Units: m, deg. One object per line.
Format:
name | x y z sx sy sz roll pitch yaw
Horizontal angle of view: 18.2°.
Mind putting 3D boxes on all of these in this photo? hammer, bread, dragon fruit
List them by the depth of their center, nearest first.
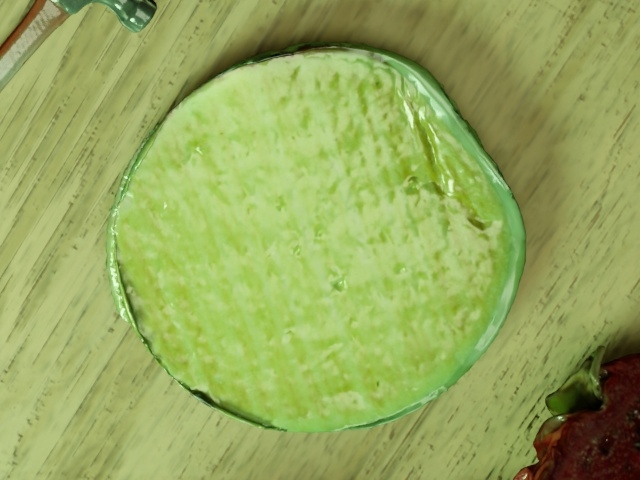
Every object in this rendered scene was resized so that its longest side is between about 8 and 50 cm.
hammer | -0.244 -0.087 1.369 0.111 0.033 0.288 38 101 -19
bread | -0.004 0.004 1.430 0.301 0.045 0.301 -2 108 -5
dragon fruit | 0.239 0.195 1.490 0.317 0.152 0.205 8 66 -26
